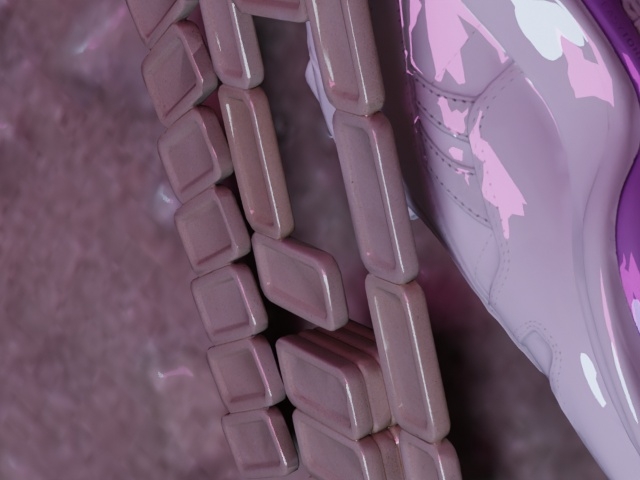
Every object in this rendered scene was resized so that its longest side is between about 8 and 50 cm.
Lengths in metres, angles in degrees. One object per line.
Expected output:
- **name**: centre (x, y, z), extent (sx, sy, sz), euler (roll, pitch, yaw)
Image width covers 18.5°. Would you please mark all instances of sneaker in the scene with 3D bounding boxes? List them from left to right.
- **sneaker**: centre (0.079, -0.035, 0.688), extent (0.152, 0.114, 0.305), euler (-26, 86, 58)

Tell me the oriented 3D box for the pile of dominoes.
- **pile of dominoes**: centre (0.000, 0.000, 0.735), extent (0.196, 0.040, 0.251), euler (22, 128, 60)
